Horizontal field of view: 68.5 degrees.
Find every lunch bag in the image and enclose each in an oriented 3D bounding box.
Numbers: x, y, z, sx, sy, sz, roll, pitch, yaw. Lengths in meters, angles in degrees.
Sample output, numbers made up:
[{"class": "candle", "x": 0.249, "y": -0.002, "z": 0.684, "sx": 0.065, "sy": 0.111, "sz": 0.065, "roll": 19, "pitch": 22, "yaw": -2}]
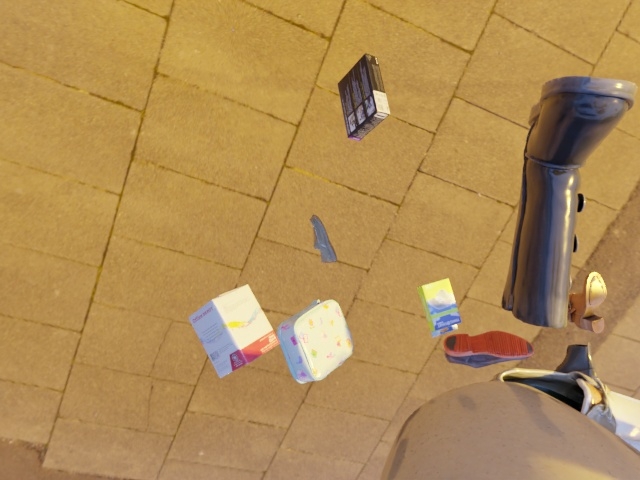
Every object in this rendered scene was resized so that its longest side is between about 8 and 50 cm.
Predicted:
[{"class": "lunch bag", "x": -0.013, "y": 0.324, "z": 1.560, "sx": 0.107, "sy": 0.279, "sz": 0.224, "roll": -25, "pitch": 88, "yaw": 33}]

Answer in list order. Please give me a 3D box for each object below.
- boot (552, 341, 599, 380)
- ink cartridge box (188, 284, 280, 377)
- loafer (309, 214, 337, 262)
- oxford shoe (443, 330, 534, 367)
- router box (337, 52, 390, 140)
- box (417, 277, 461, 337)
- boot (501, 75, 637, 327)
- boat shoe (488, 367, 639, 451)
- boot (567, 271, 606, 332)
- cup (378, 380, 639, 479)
[{"class": "boot", "x": 0.808, "y": 0.406, "z": 1.552, "sx": 0.076, "sy": 0.197, "sz": 0.137, "roll": 3, "pitch": 78, "yaw": -41}, {"class": "ink cartridge box", "x": -0.218, "y": 0.224, "z": 1.181, "sx": 0.128, "sy": 0.127, "sz": 0.176, "roll": -34, "pitch": 83, "yaw": 38}, {"class": "loafer", "x": 0.000, "y": 0.000, "z": 1.300, "sx": 0.050, "sy": 0.056, "sz": 0.148, "roll": -23, "pitch": 100, "yaw": 3}, {"class": "oxford shoe", "x": 0.534, "y": 0.355, "z": 1.504, "sx": 0.271, "sy": 0.097, "sz": 0.099, "roll": 0, "pitch": 130, "yaw": 16}, {"class": "router box", "x": 0.110, "y": -0.375, "z": 1.234, "sx": 0.046, "sy": 0.179, "sz": 0.133, "roll": 4, "pitch": 158, "yaw": -33}, {"class": "box", "x": 0.409, "y": 0.229, "z": 1.604, "sx": 0.108, "sy": 0.042, "sz": 0.179, "roll": -14, "pitch": 83, "yaw": -16}, {"class": "boot", "x": 0.448, "y": -0.049, "z": 0.900, "sx": 0.146, "sy": 0.367, "sz": 0.446, "roll": 11, "pitch": 97, "yaw": 17}, {"class": "boat shoe", "x": 0.425, "y": 0.279, "z": 0.760, "sx": 0.301, "sy": 0.113, "sz": 0.104, "roll": 4, "pitch": 128, "yaw": 9}, {"class": "boot", "x": 0.818, "y": 0.185, "z": 1.491, "sx": 0.072, "sy": 0.152, "sz": 0.197, "roll": -6, "pitch": 100, "yaw": -11}, {"class": "cup", "x": 0.171, "y": 0.267, "z": 0.396, "sx": 0.330, "sy": 0.237, "sz": 0.332, "roll": -2, "pitch": 124, "yaw": -3}]
